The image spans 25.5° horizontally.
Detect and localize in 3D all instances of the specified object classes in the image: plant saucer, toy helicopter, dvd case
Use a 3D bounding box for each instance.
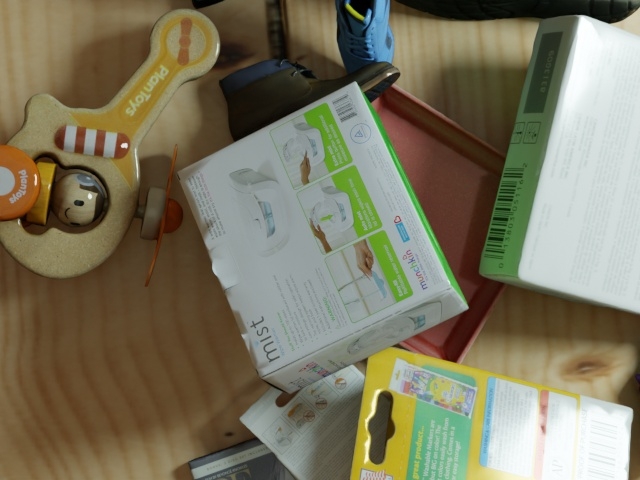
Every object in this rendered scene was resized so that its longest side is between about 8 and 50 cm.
[{"bbox_3d":[0.110,-0.016,1.675,0.259,0.048,0.258,32,86,-1],"label":"plant saucer"},{"bbox_3d":[-0.224,-0.106,1.617,0.235,0.140,0.355,37,82,-2],"label":"toy helicopter"},{"bbox_3d":[-0.043,0.337,1.661,0.164,0.018,0.221,-19,88,-5],"label":"dvd case"}]

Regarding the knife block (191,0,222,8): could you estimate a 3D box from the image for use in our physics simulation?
[{"bbox_3d":[-0.041,-0.358,1.675,0.275,0.242,0.088,-20,89,-49],"label":"knife block"}]

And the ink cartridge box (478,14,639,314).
[{"bbox_3d":[0.395,-0.062,1.673,0.385,0.091,0.308,16,86,-27],"label":"ink cartridge box"}]

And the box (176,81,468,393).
[{"bbox_3d":[0.000,0.000,1.558,0.231,0.127,0.262,-27,70,7],"label":"box"}]

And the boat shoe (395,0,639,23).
[{"bbox_3d":[0.223,-0.329,1.671,0.323,0.122,0.120,3,81,-11],"label":"boat shoe"}]

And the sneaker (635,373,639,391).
[{"bbox_3d":[0.406,0.190,1.685,0.071,0.068,0.170,11,78,12],"label":"sneaker"}]

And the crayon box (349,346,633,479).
[{"bbox_3d":[0.184,0.254,1.596,0.322,0.083,0.203,16,61,-9],"label":"crayon box"}]

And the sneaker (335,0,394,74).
[{"bbox_3d":[0.044,-0.247,1.612,0.069,0.209,0.082,11,46,12],"label":"sneaker"}]

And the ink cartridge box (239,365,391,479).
[{"bbox_3d":[0.016,0.226,1.654,0.179,0.045,0.145,43,75,10],"label":"ink cartridge box"}]

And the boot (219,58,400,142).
[{"bbox_3d":[-0.020,-0.181,1.636,0.219,0.082,0.106,-26,80,18],"label":"boot"}]
